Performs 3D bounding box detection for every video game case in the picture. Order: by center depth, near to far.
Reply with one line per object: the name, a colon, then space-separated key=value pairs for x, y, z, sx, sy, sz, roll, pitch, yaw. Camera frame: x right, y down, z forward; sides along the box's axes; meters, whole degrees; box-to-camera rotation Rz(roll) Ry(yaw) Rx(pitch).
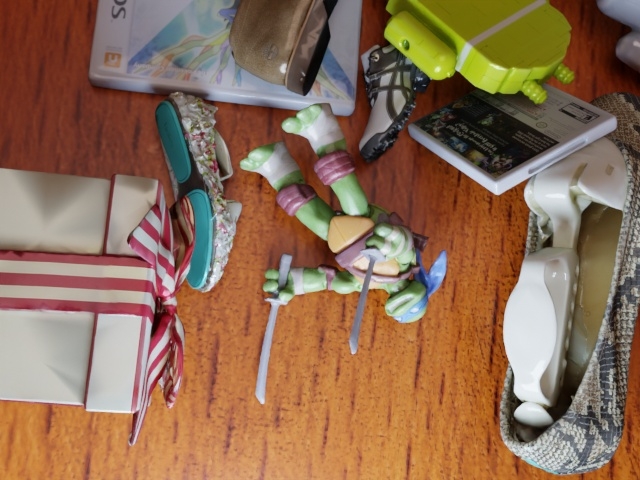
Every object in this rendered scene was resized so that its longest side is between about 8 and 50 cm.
video game case: x=0.227 y=-0.138 z=1.005 sx=0.173 sy=0.190 sz=0.022 roll=-28 pitch=127 yaw=-12
video game case: x=-0.109 y=-0.321 z=1.047 sx=0.329 sy=0.036 sz=0.300 roll=6 pitch=79 yaw=-8

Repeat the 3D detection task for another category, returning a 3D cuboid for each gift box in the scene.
gift box: x=-0.264 y=0.066 z=0.838 sx=0.258 sy=0.276 sz=0.255 roll=5 pitch=84 yaw=-9

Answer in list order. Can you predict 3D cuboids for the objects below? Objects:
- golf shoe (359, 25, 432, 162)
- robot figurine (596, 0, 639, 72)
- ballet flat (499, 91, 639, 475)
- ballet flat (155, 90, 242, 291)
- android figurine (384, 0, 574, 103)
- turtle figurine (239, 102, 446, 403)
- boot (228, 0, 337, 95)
golf shoe: x=0.080 y=-0.188 z=1.035 sx=0.094 sy=0.077 sz=0.198 roll=29 pitch=66 yaw=1
robot figurine: x=0.501 y=-0.338 z=1.056 sx=0.353 sy=0.200 sz=0.300 roll=25 pitch=107 yaw=-3
ballet flat: x=0.296 y=0.027 z=0.964 sx=0.182 sy=0.164 sz=0.483 roll=20 pitch=77 yaw=-41
ballet flat: x=-0.133 y=-0.062 z=0.977 sx=0.077 sy=0.091 sz=0.241 roll=-7 pitch=84 yaw=-40
android figurine: x=0.198 y=-0.277 z=1.030 sx=0.273 sy=0.056 sz=0.248 roll=44 pitch=55 yaw=13
turtle figurine: x=0.000 y=0.000 z=0.923 sx=0.274 sy=0.198 sz=0.266 roll=-29 pitch=84 yaw=-16
boot: x=-0.018 y=-0.333 z=0.995 sx=0.115 sy=0.112 sz=0.305 roll=20 pitch=80 yaw=7
